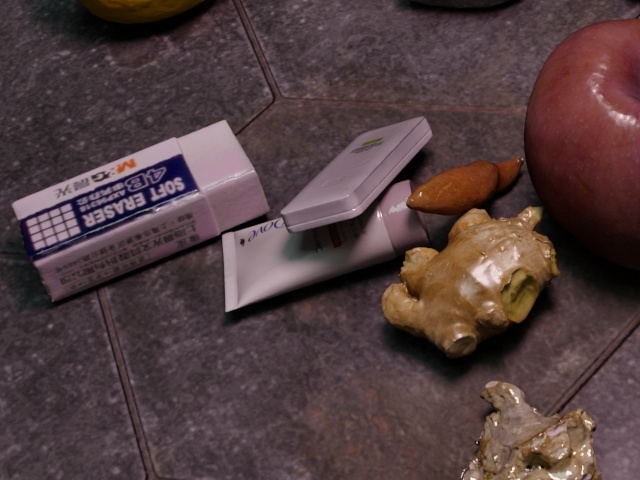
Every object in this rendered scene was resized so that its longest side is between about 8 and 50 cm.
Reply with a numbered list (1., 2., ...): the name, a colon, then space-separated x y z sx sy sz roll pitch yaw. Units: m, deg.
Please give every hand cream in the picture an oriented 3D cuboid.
1. hand cream: 0.000 0.000 1.769 0.248 0.083 0.133 -18 39 7

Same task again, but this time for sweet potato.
1. sweet potato: 0.169 -0.061 1.748 0.202 0.055 0.058 -19 63 -49

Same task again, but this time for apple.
1. apple: 0.375 -0.111 1.667 0.306 0.235 0.305 -6 52 7

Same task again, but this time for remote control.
1. remote control: 0.045 -0.080 1.765 0.103 0.034 0.250 -14 19 30

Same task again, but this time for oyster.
1. oyster: 0.203 0.220 1.537 0.163 0.081 0.191 -30 47 -7

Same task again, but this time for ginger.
1. ginger: 0.179 0.039 1.675 0.216 0.102 0.157 -44 40 -19

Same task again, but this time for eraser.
1. eraser: -0.218 -0.040 1.834 0.287 0.086 0.130 -23 44 -6

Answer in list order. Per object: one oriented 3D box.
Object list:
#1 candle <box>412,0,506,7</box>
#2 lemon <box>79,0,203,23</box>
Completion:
1. candle: 0.178 -0.381 2.017 0.168 0.068 0.192 -38 64 8
2. lemon: -0.240 -0.412 2.062 0.288 0.233 0.233 -17 49 0
